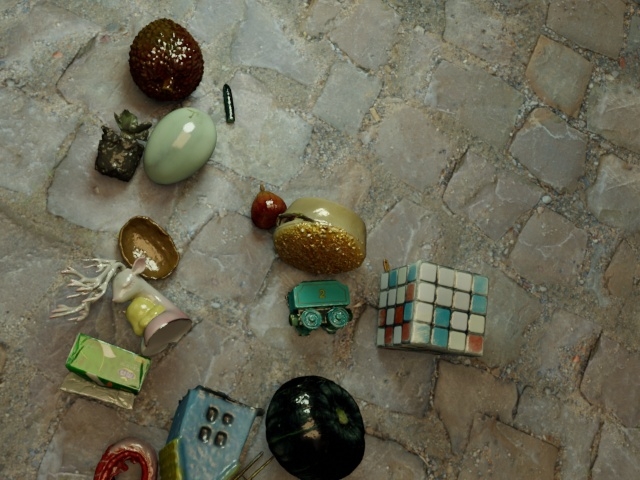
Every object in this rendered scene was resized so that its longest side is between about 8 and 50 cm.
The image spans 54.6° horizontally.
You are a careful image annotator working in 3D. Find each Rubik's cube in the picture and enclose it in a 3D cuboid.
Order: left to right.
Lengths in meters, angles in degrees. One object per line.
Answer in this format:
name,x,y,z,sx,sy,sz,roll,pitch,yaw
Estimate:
Rubik's cube,0.342,0.220,1.925,0.259,0.253,0.256,11,76,-20

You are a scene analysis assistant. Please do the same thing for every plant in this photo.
plant,-0.589,-0.283,1.848,0.142,0.131,0.203,10,77,-3

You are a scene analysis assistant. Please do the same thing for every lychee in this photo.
lychee,-0.471,-0.555,1.896,0.235,0.236,0.271,-8,64,-17

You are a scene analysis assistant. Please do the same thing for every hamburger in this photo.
hamburger,0.000,0.000,1.879,0.302,0.302,0.170,25,65,-9

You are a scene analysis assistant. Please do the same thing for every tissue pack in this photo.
tissue pack,-0.589,0.366,1.703,0.209,0.148,0.156,22,72,-10

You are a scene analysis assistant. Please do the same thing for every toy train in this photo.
toy train,-0.003,0.205,1.920,0.203,0.112,0.163,-1,73,-18

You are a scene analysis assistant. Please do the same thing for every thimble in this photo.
thimble,-0.525,0.634,1.678,0.163,0.125,0.190,6,77,-11

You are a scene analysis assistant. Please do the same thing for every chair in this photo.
chair,-0.242,0.745,1.719,0.325,0.170,0.160,-30,88,-26

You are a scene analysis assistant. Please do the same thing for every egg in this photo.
egg,-0.426,-0.283,1.869,0.183,0.183,0.264,39,77,-4

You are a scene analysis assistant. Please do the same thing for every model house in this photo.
model house,-0.319,0.566,1.655,0.215,0.237,0.303,28,56,-10

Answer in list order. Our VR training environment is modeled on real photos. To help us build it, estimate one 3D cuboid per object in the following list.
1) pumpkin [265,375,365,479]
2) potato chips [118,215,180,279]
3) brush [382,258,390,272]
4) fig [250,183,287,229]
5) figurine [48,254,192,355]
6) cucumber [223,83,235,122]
pumpkin,-0.026,0.540,1.765,0.315,0.238,0.315,38,38,-37
potato chips,-0.514,0.027,1.849,0.201,0.049,0.150,43,75,-2
brush,0.232,0.143,2.048,0.043,0.014,0.170,-9,80,-19
fig,-0.171,-0.116,1.939,0.119,0.119,0.153,-17,82,-18
figurine,-0.545,0.169,1.694,0.315,0.206,0.284,42,42,18
cucumber,-0.299,-0.452,2.020,0.032,0.032,0.133,-5,78,-16
